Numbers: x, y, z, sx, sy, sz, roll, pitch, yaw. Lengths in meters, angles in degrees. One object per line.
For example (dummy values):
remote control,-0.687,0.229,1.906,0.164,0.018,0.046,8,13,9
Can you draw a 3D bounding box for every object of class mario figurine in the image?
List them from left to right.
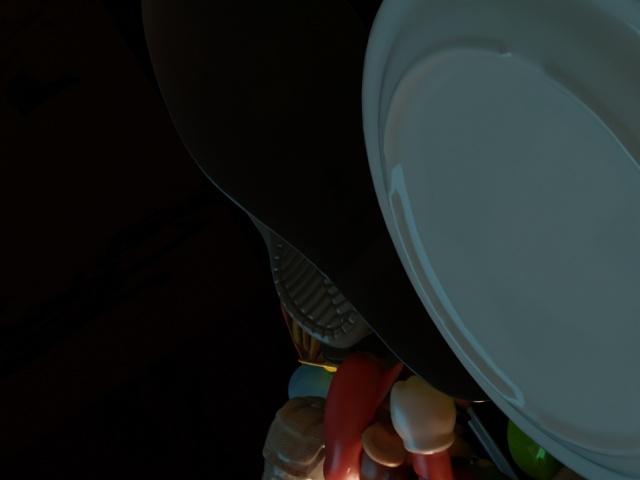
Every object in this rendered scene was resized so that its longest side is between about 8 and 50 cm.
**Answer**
mario figurine,0.140,0.202,1.026,0.320,0.170,0.198,43,136,22

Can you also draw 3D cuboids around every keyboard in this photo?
keyboard,0.121,0.134,1.161,0.256,0.014,0.072,57,180,-3

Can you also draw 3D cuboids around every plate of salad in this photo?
plate of salad,0.083,-0.004,0.384,0.200,0.048,0.199,44,150,35

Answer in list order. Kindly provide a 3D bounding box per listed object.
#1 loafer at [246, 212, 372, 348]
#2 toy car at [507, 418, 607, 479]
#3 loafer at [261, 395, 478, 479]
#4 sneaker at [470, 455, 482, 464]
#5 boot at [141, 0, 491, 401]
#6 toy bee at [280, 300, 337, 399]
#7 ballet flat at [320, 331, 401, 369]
loafer,0.000,0.000,1.121,0.087,0.094,0.251,26,-151,-46
toy car,0.149,0.163,0.461,0.188,0.149,0.155,46,170,-32
loafer,0.052,0.230,1.235,0.112,0.111,0.319,30,-171,41
sneaker,0.160,0.331,1.139,0.153,0.094,0.235,-20,-104,-49
boot,0.011,-0.040,0.647,0.305,0.112,0.115,53,-175,12
toy bee,0.055,0.190,1.515,0.195,0.162,0.298,-29,-81,-63
ballet flat,0.065,0.137,1.347,0.058,0.084,0.250,55,170,-17
